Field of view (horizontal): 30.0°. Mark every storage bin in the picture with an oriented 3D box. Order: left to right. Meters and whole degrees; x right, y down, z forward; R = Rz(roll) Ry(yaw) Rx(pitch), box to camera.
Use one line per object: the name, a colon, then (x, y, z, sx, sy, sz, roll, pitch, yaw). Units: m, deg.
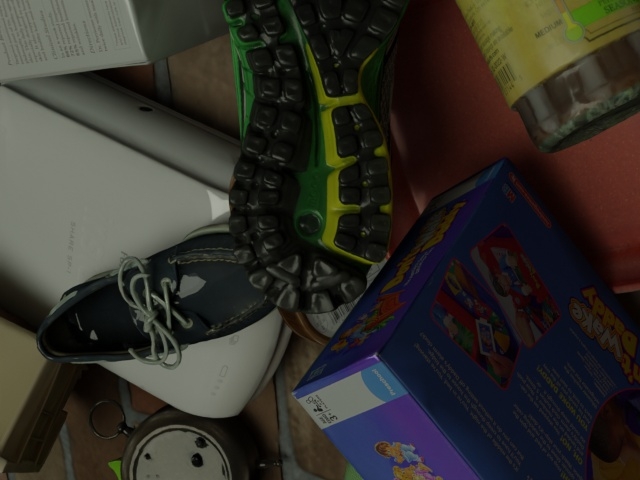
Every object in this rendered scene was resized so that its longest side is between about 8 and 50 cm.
storage bin: (-0.373, 0.111, 1.137, 0.262, 0.123, 0.260, 25, 167, 0)

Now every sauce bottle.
sauce bottle: (0.104, -0.227, 0.741, 0.111, 0.111, 0.344, -31, 84, 39)

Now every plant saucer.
plant saucer: (0.140, -0.079, 0.876, 0.259, 0.048, 0.258, -12, 104, 38)

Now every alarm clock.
alarm clock: (-0.144, 0.212, 1.153, 0.192, 0.064, 0.129, 29, 99, 11)

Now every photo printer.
photo printer: (-0.157, 0.005, 1.069, 0.307, 0.107, 0.256, 26, 124, 20)

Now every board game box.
board game box: (0.163, 0.147, 0.800, 0.078, 0.233, 0.347, -30, 104, 42)

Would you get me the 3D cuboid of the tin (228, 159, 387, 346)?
tin: (0.000, 0.000, 0.956, 0.040, 0.106, 0.190, 13, 135, 58)

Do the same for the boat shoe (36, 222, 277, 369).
boat shoe: (-0.130, 0.050, 0.953, 0.254, 0.079, 0.095, -11, 108, 37)

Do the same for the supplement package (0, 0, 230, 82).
supplement package: (-0.197, -0.243, 0.931, 0.262, 0.198, 0.199, -1, 110, 34)

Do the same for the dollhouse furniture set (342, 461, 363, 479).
dollhouse furniture set: (0.073, 0.237, 1.054, 0.151, 0.058, 0.076, 19, 119, 26)

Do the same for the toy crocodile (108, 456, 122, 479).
toy crocodile: (-0.249, 0.362, 1.294, 0.105, 0.115, 0.340, 46, 126, 17)

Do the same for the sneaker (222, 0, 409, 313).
sneaker: (-0.008, -0.123, 0.835, 0.134, 0.146, 0.343, 5, 88, 1)
